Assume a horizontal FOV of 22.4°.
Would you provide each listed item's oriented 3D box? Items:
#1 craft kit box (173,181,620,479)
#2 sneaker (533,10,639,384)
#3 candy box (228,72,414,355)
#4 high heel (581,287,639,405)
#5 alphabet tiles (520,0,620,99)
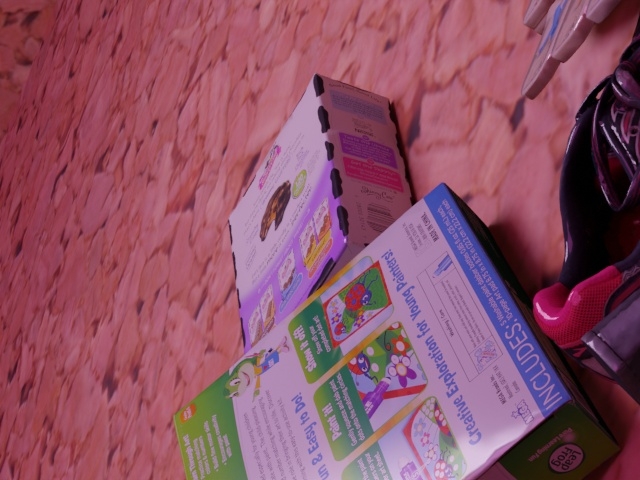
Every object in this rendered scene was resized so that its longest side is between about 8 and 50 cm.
[{"bbox_3d":[0.029,0.114,0.970,0.247,0.061,0.250,-38,31,11],"label":"craft kit box"},{"bbox_3d":[0.181,-0.073,0.787,0.121,0.112,0.299,-30,47,61],"label":"sneaker"},{"bbox_3d":[0.000,0.000,1.221,0.165,0.070,0.196,-57,28,35],"label":"candy box"},{"bbox_3d":[0.244,0.046,0.625,0.186,0.093,0.261,-43,46,-1],"label":"high heel"},{"bbox_3d":[0.177,-0.222,0.893,0.284,0.021,0.278,123,171,-72],"label":"alphabet tiles"}]
